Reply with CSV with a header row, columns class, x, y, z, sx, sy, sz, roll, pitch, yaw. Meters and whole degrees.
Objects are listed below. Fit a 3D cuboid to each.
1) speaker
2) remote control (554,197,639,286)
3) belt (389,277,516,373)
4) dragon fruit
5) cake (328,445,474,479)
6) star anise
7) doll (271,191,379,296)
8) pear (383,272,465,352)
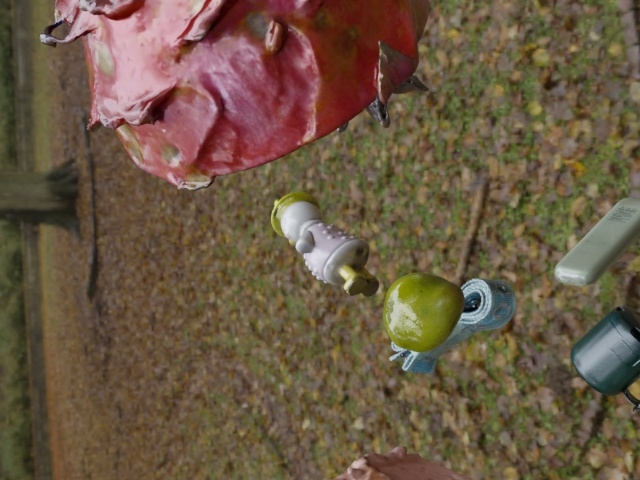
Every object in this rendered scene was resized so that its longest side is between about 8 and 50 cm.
class,x,y,z,sx,sy,sz,roll,pitch,yaw
speaker,0.280,0.114,0.716,0.075,0.060,0.094,-52,54,26
remote control,0.569,-0.002,1.565,0.090,0.309,0.038,13,129,44
belt,0.227,0.157,1.405,0.302,0.072,0.087,-46,51,48
dragon fruit,-0.090,-0.250,0.778,0.386,0.371,0.249,18,153,43
cake,0.105,0.460,1.043,0.306,0.314,0.293,21,103,41
star anise,0.088,-0.285,1.292,0.063,0.171,0.208,115,145,-79
doll,0.000,0.000,1.091,0.207,0.129,0.081,43,112,35
pear,0.120,0.082,0.912,0.092,0.097,0.092,164,90,-90
